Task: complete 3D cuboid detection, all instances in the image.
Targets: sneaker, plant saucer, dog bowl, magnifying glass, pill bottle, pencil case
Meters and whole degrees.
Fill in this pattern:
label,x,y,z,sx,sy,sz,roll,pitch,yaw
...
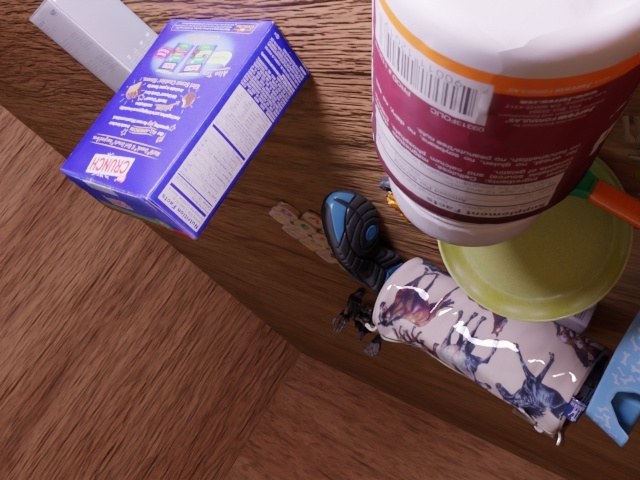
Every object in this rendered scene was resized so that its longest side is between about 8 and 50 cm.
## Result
label,x,y,z,sx,sy,sz,roll,pitch,yaw
sneaker,0.058,0.003,1.508,0.139,0.125,0.341,28,163,34
plant saucer,0.268,-0.016,0.925,0.240,0.241,0.037,28,-158,17
dog bowl,0.478,0.190,1.086,0.074,0.166,0.297,31,147,27
magnifying glass,0.295,-0.072,0.848,0.230,0.092,0.026,31,167,11
pill bottle,0.158,-0.146,0.653,0.224,0.224,0.392,29,165,14
pencil case,0.289,0.184,1.295,0.410,0.184,0.160,27,168,26

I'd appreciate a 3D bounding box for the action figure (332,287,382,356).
label,x,y,z,sx,sy,sz,roll,pitch,yaw
action figure,0.118,0.239,2.088,0.164,0.141,0.276,28,161,14

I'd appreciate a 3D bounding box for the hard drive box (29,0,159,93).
label,x,y,z,sx,sy,sz,roll,pitch,yaw
hard drive box,-0.395,-0.370,1.329,0.232,0.089,0.181,41,163,-27

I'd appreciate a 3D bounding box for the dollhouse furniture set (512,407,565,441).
label,x,y,z,sx,sy,sz,roll,pitch,yaw
dollhouse furniture set,0.436,0.276,1.455,0.212,0.161,0.242,29,171,49

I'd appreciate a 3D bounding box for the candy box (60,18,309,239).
label,x,y,z,sx,sy,sz,roll,pitch,yaw
candy box,-0.209,-0.180,1.106,0.268,0.317,0.122,18,159,44

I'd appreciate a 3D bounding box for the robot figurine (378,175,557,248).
label,x,y,z,sx,sy,sz,roll,pitch,yaw
robot figurine,0.229,-0.039,1.074,0.290,0.085,0.211,23,173,31

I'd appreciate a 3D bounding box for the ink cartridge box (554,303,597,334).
label,x,y,z,sx,sy,sz,roll,pitch,yaw
ink cartridge box,0.391,0.125,1.348,0.189,0.066,0.232,28,160,16

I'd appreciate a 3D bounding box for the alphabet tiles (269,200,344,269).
label,x,y,z,sx,sy,sz,roll,pitch,yaw
alphabet tiles,0.000,0.000,1.809,0.284,0.021,0.278,36,164,-10

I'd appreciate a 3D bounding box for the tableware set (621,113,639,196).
label,x,y,z,sx,sy,sz,roll,pitch,yaw
tableware set,0.381,-0.089,0.771,0.104,0.024,0.154,16,156,39
